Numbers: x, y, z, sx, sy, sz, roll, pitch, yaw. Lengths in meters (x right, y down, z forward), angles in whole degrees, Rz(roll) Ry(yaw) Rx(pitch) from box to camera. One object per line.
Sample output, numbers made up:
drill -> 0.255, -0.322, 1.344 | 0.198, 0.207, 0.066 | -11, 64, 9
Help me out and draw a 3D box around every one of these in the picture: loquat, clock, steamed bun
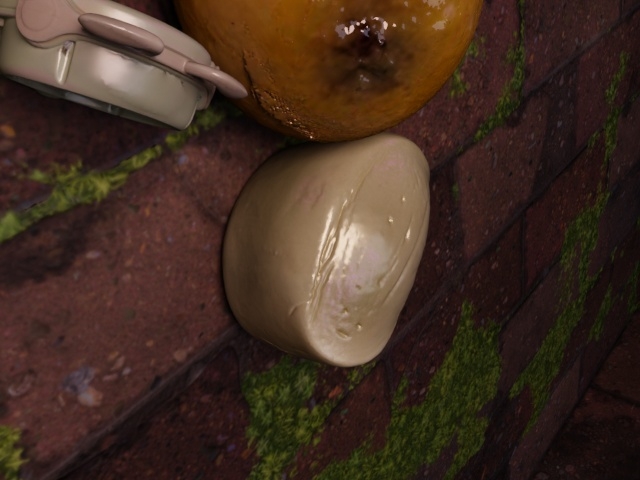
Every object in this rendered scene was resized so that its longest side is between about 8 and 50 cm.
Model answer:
loquat -> 0.004, -0.213, 0.510 | 0.263, 0.263, 0.263 | -22, 120, -43
clock -> -0.149, -0.123, 0.413 | 0.151, 0.191, 0.062 | 14, 94, -50
steamed bun -> 0.000, 0.000, 0.630 | 0.155, 0.200, 0.250 | 20, 81, -34
